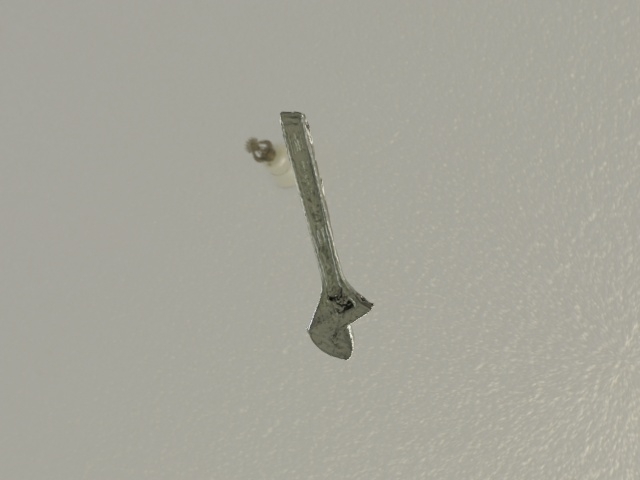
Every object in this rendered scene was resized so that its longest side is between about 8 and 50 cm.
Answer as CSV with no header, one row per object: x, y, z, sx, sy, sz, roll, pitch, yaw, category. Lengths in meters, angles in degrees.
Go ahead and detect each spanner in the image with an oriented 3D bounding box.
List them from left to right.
0.000,0.000,0.784,0.093,0.026,0.326,-11,-76,11,spanner
